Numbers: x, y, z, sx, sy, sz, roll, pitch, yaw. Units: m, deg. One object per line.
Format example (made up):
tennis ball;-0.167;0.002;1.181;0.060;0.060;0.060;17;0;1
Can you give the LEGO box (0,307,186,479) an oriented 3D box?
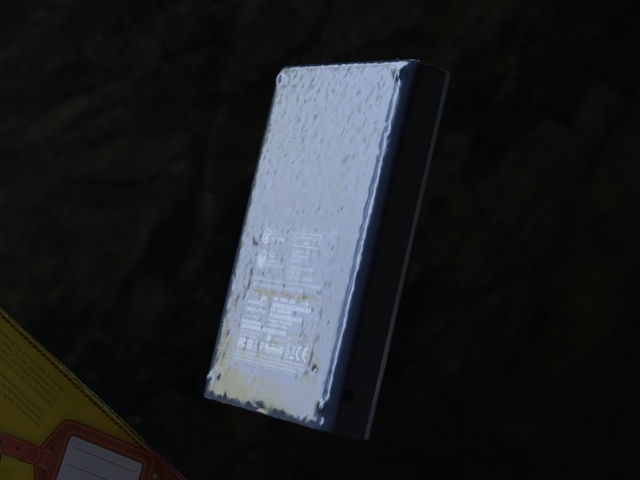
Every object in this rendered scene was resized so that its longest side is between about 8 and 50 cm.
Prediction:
LEGO box;-0.392;0.102;1.219;0.500;0.372;0.193;48;-121;-30

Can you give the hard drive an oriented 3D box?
hard drive;0.000;0.000;0.632;0.022;0.094;0.135;15;-95;-32
